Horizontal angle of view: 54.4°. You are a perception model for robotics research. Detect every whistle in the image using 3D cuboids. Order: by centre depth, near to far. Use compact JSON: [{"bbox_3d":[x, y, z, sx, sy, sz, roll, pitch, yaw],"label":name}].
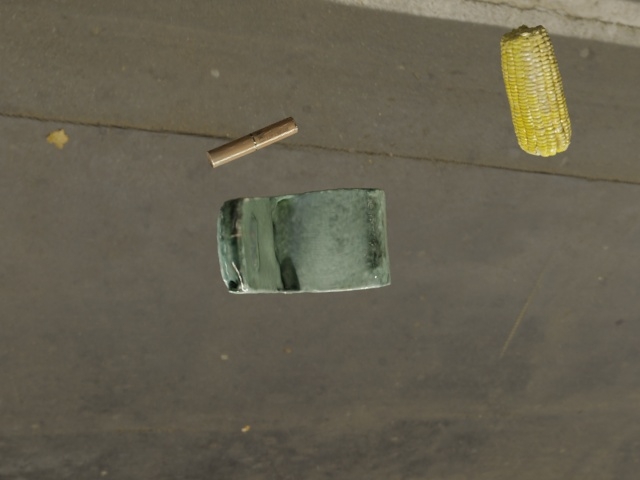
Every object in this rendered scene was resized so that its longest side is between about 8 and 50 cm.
[{"bbox_3d":[-0.031,0.002,1.024,0.405,0.188,0.168,-3,89,-42],"label":"whistle"}]

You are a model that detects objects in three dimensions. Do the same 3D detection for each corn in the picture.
[{"bbox_3d":[0.271,-0.188,0.789,0.063,0.085,0.165,-19,114,8],"label":"corn"}]

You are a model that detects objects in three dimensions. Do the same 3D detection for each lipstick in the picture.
[{"bbox_3d":[-0.068,-0.099,0.625,0.094,0.019,0.019,-26,130,-14],"label":"lipstick"}]
